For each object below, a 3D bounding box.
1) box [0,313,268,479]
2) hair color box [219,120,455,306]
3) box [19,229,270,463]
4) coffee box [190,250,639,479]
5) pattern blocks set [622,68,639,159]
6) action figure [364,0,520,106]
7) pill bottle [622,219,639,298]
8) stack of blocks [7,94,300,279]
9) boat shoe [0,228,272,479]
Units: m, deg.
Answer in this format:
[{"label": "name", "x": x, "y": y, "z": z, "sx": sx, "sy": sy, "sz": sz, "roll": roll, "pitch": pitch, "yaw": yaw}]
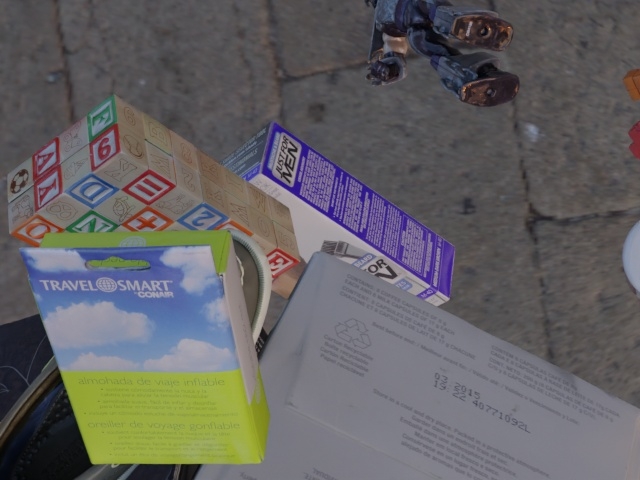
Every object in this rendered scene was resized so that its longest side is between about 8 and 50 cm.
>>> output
[{"label": "box", "x": -0.304, "y": 0.339, "z": 1.674, "sx": 0.480, "sy": 0.471, "sz": 0.297, "roll": -16, "pitch": 127, "yaw": 19}, {"label": "hair color box", "x": 0.000, "y": 0.000, "z": 1.780, "sx": 0.185, "sy": 0.339, "sz": 0.110, "roll": -34, "pitch": 32, "yaw": 41}, {"label": "box", "x": -0.095, "y": 0.058, "z": 0.736, "sx": 0.109, "sy": 0.042, "sz": 0.178, "roll": -1, "pitch": 132, "yaw": 8}, {"label": "coffee box", "x": 0.038, "y": 0.283, "z": 1.104, "sx": 0.338, "sy": 0.338, "sz": 0.334, "roll": 27, "pitch": 127, "yaw": -1}, {"label": "pattern blocks set", "x": 0.518, "y": -0.134, "z": 1.689, "sx": 0.285, "sy": 0.325, "sz": 0.026, "roll": 32, "pitch": 75, "yaw": 23}, {"label": "action figure", "x": 0.112, "y": -0.248, "z": 1.445, "sx": 0.285, "sy": 0.099, "sz": 0.185, "roll": -135, "pitch": 42, "yaw": -53}, {"label": "pill bottle", "x": 0.464, "y": 0.031, "z": 1.722, "sx": 0.121, "sy": 0.221, "sz": 0.121, "roll": -2, "pitch": 84, "yaw": 14}, {"label": "stack of blocks", "x": -0.184, "y": -0.023, "z": 1.471, "sx": 0.171, "sy": 0.297, "sz": 0.087, "roll": -33, "pitch": 48, "yaw": 24}, {"label": "boat shoe", "x": -0.155, "y": 0.114, "z": 0.990, "sx": 0.109, "sy": 0.091, "sz": 0.305, "roll": 45, "pitch": 103, "yaw": 16}]
